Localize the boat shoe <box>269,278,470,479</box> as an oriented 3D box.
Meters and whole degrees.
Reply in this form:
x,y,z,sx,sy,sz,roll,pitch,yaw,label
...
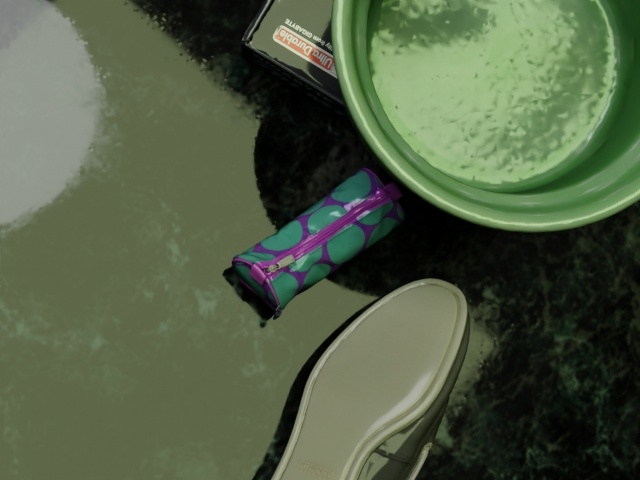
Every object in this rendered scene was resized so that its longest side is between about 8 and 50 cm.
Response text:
x,y,z,sx,sy,sz,roll,pitch,yaw,label
0.028,0.186,0.896,0.112,0.095,0.335,22,69,30,boat shoe

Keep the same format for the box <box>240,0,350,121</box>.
x,y,z,sx,sy,sz,roll,pitch,yaw,label
0.124,-0.223,0.965,0.295,0.073,0.293,31,85,-4,box

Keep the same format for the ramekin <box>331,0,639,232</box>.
x,y,z,sx,sy,sz,roll,pitch,yaw,label
0.153,-0.157,0.856,0.303,0.148,0.303,0,90,-5,ramekin

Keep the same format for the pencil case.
x,y,z,sx,sy,sz,roll,pitch,yaw,label
0.000,0.000,0.923,0.151,0.070,0.064,-36,88,-16,pencil case
